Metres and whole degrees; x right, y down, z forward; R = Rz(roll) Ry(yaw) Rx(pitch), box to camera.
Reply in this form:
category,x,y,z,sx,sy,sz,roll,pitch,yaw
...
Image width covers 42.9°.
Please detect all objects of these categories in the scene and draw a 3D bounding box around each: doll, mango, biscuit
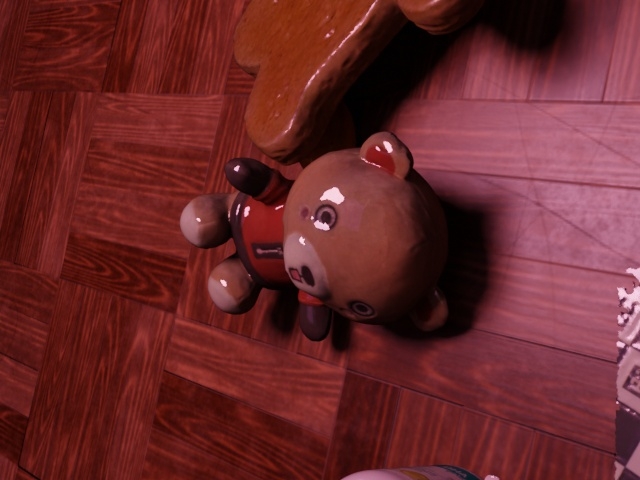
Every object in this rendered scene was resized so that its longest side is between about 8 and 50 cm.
category,x,y,z,sx,sy,sz,roll,pitch,yaw
doll,0.000,0.000,0.931,0.330,0.174,0.234,-1,111,44
mango,0.006,-0.131,1.016,0.080,0.060,0.114,-20,59,30
biscuit,0.048,-0.283,0.961,0.394,0.076,0.368,-43,39,27

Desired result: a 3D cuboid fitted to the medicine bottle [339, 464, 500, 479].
category,x,y,z,sx,sy,sz,roll,pitch,yaw
medicine bottle,0.102,0.273,0.737,0.135,0.215,0.134,-10,74,40

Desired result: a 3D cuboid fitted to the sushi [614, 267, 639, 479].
category,x,y,z,sx,sy,sz,roll,pitch,yaw
sushi,0.352,0.159,0.653,0.264,0.050,0.289,0,80,41
